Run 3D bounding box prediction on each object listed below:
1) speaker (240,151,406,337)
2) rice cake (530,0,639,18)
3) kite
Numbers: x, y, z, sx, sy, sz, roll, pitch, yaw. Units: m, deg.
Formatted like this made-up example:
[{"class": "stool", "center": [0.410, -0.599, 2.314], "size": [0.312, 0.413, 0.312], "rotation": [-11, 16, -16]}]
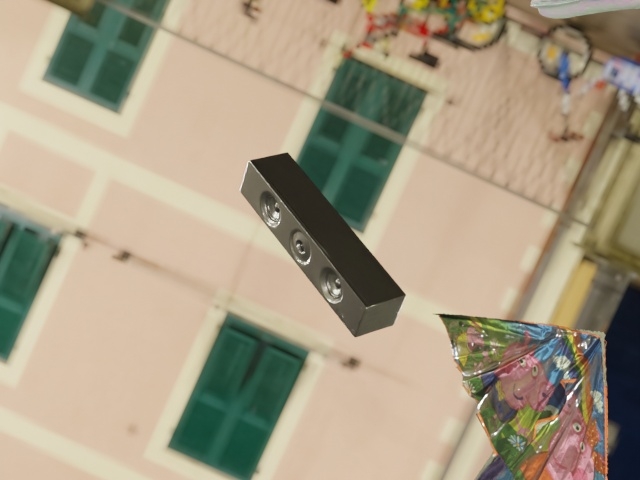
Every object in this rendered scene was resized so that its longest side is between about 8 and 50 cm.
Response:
[{"class": "speaker", "center": [0.000, 0.000, 1.204], "size": [0.046, 0.040, 0.191], "rotation": [-16, -129, -32]}, {"class": "rice cake", "center": [0.381, -0.304, 1.671], "size": [0.081, 0.051, 0.290], "rotation": [-5, -176, -45]}, {"class": "kite", "center": [0.169, 0.143, 1.036], "size": [0.016, 0.234, 0.321], "rotation": [-6, -128, -27]}]
